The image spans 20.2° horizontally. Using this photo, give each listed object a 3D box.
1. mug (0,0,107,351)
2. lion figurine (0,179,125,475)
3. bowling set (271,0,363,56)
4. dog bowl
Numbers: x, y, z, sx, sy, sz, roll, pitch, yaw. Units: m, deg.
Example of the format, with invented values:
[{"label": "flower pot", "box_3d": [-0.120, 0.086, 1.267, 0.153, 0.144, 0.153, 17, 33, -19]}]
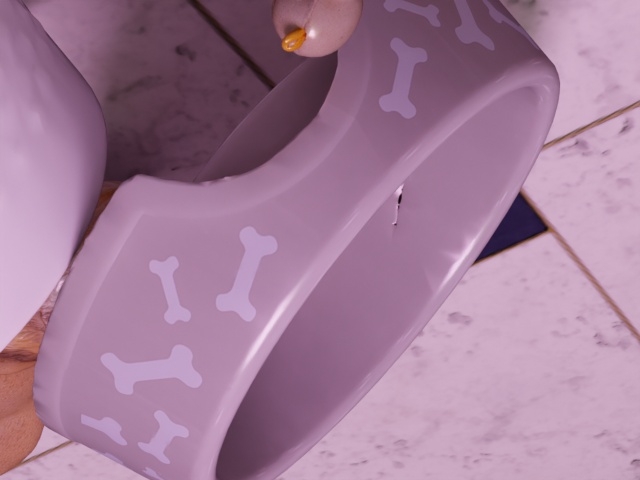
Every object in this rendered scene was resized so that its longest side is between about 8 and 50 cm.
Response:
[{"label": "mug", "box_3d": [-0.344, -0.068, 0.855, 0.374, 0.276, 0.328, -31, 129, 8]}, {"label": "lion figurine", "box_3d": [-0.228, 0.084, 1.212, 0.240, 0.142, 0.392, -11, 161, -29]}, {"label": "bowling set", "box_3d": [0.009, -0.230, 0.852, 0.200, 0.287, 0.154, 34, 131, 15]}, {"label": "dog bowl", "box_3d": [0.000, 0.000, 0.991, 0.349, 0.102, 0.349, -46, 164, -18]}]
